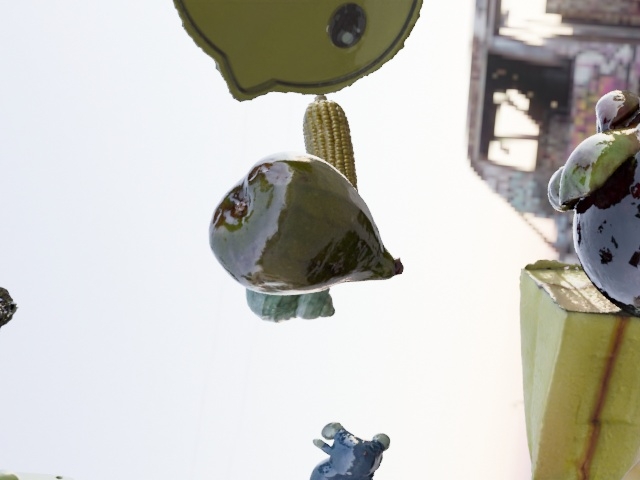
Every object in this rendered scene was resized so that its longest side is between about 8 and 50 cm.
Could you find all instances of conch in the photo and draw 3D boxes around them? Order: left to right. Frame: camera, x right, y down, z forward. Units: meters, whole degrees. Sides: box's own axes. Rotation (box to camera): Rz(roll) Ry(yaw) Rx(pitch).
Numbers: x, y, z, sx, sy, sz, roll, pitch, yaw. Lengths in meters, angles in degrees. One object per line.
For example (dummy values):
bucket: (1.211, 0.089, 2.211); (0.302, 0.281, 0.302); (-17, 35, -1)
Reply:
conch: (-0.054, 0.052, 2.147); (0.176, 0.122, 0.188); (-47, -60, -26)

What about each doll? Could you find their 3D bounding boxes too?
doll: (0.022, 0.220, 1.247); (0.050, 0.076, 0.083); (-101, 32, -71)

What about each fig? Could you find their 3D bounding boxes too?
fig: (-0.014, -0.008, 1.192); (0.185, 0.126, 0.133); (23, -85, -56)

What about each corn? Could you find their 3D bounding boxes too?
corn: (0.018, -0.117, 2.070); (0.080, 0.080, 0.238); (28, -127, -76)

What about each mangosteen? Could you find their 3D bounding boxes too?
mangosteen: (0.405, -0.045, 1.471); (0.288, 0.288, 0.288); (6, -90, -77)

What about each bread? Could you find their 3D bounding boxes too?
bread: (0.339, 0.172, 1.722); (0.163, 0.167, 0.264); (-122, 39, -65)

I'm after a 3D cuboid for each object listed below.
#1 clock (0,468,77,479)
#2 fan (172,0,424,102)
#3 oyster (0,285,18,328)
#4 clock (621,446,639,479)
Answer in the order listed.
clock: (-0.427, 0.409, 1.740); (0.308, 0.235, 0.096); (-131, 50, -69)
fan: (-0.003, -0.273, 1.132); (0.011, 0.229, 0.335); (-67, 3, -77)
oyster: (-0.512, 0.089, 1.790); (0.125, 0.177, 0.064); (-75, 1, -53)
clock: (0.356, 0.358, 1.390); (0.244, 0.317, 0.200); (45, -173, -42)
